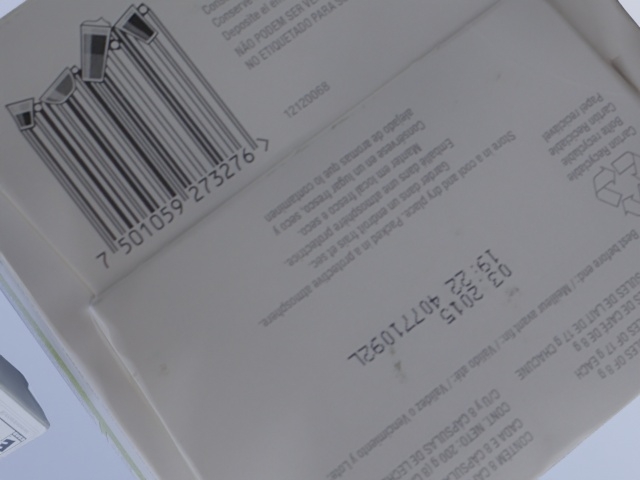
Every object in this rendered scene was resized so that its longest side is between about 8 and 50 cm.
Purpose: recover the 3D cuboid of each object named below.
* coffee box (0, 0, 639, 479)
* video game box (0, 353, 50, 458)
[{"bbox_3d":[0.000,0.000,0.850,0.337,0.334,0.338,-36,-95,-12],"label":"coffee box"},{"bbox_3d":[-0.262,0.100,0.747,0.048,0.187,0.205,55,175,26],"label":"video game box"}]
